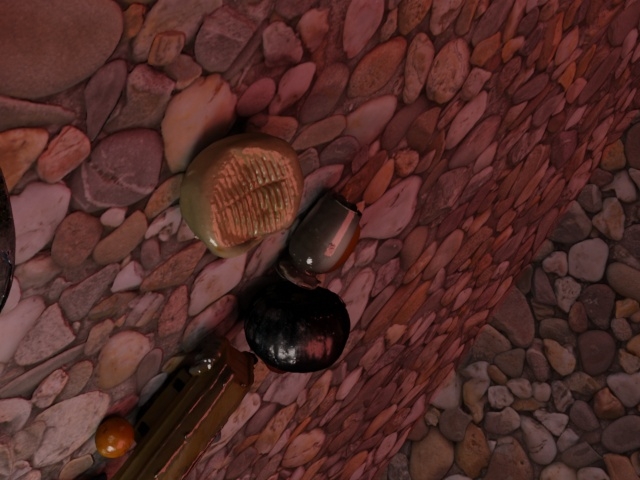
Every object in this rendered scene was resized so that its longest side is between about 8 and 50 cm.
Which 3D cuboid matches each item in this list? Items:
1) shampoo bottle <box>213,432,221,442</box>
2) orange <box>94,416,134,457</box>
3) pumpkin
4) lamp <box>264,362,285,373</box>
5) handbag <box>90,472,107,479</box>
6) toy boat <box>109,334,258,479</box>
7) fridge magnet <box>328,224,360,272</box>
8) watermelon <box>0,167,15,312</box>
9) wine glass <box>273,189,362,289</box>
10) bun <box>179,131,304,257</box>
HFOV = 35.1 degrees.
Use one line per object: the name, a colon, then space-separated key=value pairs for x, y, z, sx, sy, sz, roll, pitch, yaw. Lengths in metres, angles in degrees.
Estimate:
shampoo bottle: x=-0.306 y=0.457 z=2.290 sx=0.214 sy=0.072 sz=0.072 roll=-3 pitch=128 yaw=-57
orange: x=-0.411 y=0.395 z=2.028 sx=0.083 sy=0.070 sz=0.083 roll=-42 pitch=158 yaw=-22
pumpkin: x=-0.047 y=0.181 z=2.153 sx=0.233 sy=0.233 sz=0.163 roll=-19 pitch=121 yaw=-48
lamp: x=-0.092 y=0.258 z=2.344 sx=0.101 sy=0.090 sz=0.101 roll=1 pitch=89 yaw=-54
handbag: x=-0.531 y=0.574 z=2.098 sx=0.221 sy=0.057 sz=0.144 roll=-9 pitch=137 yaw=-55
toy boat: x=-0.310 y=0.385 z=2.083 sx=0.445 sy=0.162 sz=0.136 roll=-53 pitch=138 yaw=-4
fridge magnet: x=0.033 y=0.010 z=2.239 sx=0.143 sy=0.063 sz=0.143 roll=-40 pitch=153 yaw=-25
watermelon: x=-0.501 y=0.021 z=1.231 sx=0.175 sy=0.188 sz=0.322 roll=-16 pitch=133 yaw=-57
wine glass: x=0.000 y=0.000 z=2.114 sx=0.204 sy=0.111 sz=0.111 roll=-57 pitch=154 yaw=15
bun: x=-0.140 y=-0.083 z=1.752 sx=0.229 sy=0.145 sz=0.229 roll=-9 pitch=110 yaw=-24
